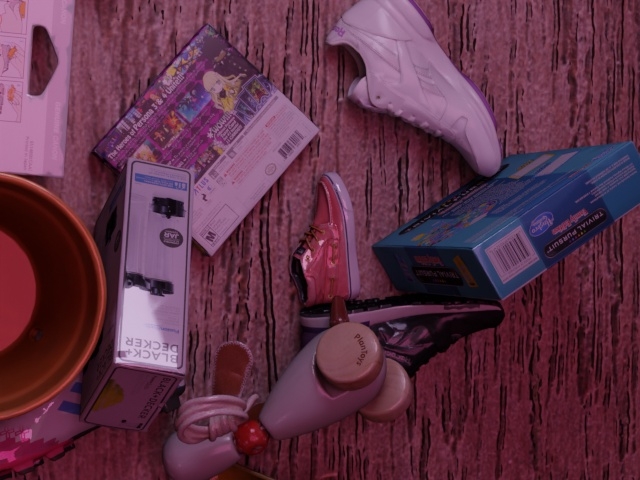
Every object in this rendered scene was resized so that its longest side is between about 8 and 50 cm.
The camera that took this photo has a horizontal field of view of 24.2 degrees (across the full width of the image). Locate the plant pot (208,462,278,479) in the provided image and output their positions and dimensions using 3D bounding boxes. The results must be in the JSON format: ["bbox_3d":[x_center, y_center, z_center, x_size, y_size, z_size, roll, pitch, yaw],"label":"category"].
[{"bbox_3d":[-0.041,0.421,1.935,0.187,0.212,0.212,20,83,-30],"label":"plant pot"}]

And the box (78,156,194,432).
[{"bbox_3d":[-0.223,0.066,1.818,0.087,0.169,0.290,12,57,-19],"label":"box"}]

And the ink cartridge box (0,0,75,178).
[{"bbox_3d":[-0.444,-0.229,1.859,0.261,0.066,0.296,4,89,-19],"label":"ink cartridge box"}]

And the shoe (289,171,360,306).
[{"bbox_3d":[0.000,0.000,2.011,0.081,0.063,0.178,-11,98,-23],"label":"shoe"}]

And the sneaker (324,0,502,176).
[{"bbox_3d":[0.128,-0.198,2.045,0.152,0.114,0.305,-38,96,-3],"label":"sneaker"}]

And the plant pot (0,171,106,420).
[{"bbox_3d":[-0.420,0.063,1.796,0.290,0.203,0.291,0,90,-19],"label":"plant pot"}]

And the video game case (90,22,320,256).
[{"bbox_3d":[-0.149,-0.132,1.972,0.210,0.042,0.232,42,77,-14],"label":"video game case"}]

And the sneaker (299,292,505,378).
[{"bbox_3d":[0.113,0.141,2.039,0.283,0.107,0.124,-5,97,-9],"label":"sneaker"}]

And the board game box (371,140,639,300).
[{"bbox_3d":[0.244,-0.025,1.951,0.253,0.336,0.079,-33,100,-16],"label":"board game box"}]

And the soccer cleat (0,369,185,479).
[{"bbox_3d":[-0.333,0.199,1.883,0.331,0.116,0.143,-22,88,-23],"label":"soccer cleat"}]

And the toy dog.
[{"bbox_3d":[-0.052,0.177,1.906,0.333,0.220,0.161,-13,55,-13],"label":"toy dog"}]
